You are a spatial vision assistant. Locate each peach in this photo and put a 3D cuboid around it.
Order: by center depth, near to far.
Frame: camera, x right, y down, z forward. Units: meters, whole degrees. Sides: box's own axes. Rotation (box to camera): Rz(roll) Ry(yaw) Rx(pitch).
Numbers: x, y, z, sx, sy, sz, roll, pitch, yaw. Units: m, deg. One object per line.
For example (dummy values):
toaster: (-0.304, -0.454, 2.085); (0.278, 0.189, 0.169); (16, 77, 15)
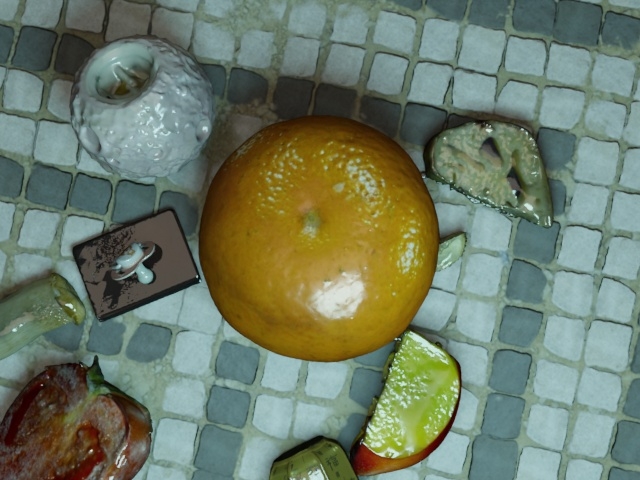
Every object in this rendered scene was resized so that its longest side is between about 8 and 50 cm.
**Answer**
peach: (0.158, 0.306, 1.785); (0.153, 0.159, 0.267); (21, 77, 7)

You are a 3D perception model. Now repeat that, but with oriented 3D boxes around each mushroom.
mushroom: (-0.601, 0.162, 1.848); (0.351, 0.095, 0.123); (-19, 67, -1)

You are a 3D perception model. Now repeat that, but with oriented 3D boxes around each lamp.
lamp: (-0.001, 0.450, 1.788); (0.161, 0.161, 0.185); (-26, 85, 0)

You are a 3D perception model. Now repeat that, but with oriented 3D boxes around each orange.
orange: (0.000, 0.000, 1.726); (0.423, 0.326, 0.424); (-2, 75, 8)

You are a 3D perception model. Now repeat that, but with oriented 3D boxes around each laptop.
laptop: (-0.341, 0.045, 1.880); (0.207, 0.026, 0.154); (-22, 85, -1)

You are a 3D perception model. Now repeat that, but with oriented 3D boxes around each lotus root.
lotus root: (0.318, -0.137, 1.855); (0.260, 0.074, 0.170); (17, 85, 1)

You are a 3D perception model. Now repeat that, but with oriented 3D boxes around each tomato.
tomato: (-0.418, 0.372, 1.794); (0.308, 0.170, 0.309); (-14, 63, 29)

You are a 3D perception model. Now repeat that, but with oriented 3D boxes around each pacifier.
pacifier: (-0.335, 0.046, 1.842); (0.099, 0.081, 0.078); (-50, 121, -24)

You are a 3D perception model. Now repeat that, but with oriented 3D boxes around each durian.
durian: (0.219, 0.030, 1.850); (0.130, 0.066, 0.052); (-36, 86, 8)

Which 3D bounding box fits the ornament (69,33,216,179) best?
ornament: (-0.312, -0.230, 1.790); (0.259, 0.225, 0.260); (-6, 61, 12)
